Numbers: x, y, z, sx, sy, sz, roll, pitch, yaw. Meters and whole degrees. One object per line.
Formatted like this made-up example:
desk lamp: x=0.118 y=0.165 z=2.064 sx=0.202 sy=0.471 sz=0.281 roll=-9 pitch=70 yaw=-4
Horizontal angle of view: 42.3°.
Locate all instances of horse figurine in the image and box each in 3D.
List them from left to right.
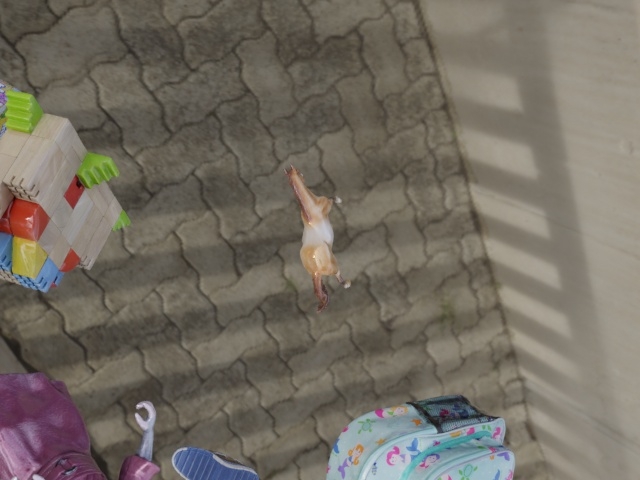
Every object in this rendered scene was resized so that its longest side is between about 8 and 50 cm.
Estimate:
horse figurine: x=0.000 y=0.000 z=1.560 sx=0.174 sy=0.066 sz=0.263 roll=24 pitch=60 yaw=-66

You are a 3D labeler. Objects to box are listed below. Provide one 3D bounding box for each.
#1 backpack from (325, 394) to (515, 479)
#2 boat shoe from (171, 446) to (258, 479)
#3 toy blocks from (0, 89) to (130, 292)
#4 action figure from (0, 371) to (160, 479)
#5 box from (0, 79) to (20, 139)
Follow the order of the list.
backpack: x=0.140 y=0.349 z=1.177 sx=0.254 sy=0.191 sz=0.225 roll=0 pitch=106 yaw=-23
boat shoe: x=-0.209 y=0.435 z=1.582 sx=0.183 sy=0.066 sz=0.066 roll=31 pitch=84 yaw=-26
toy blocks: x=-0.492 y=-0.036 z=1.456 sx=0.381 sy=0.191 sz=0.261 roll=76 pitch=31 yaw=-59
action figure: x=-0.361 y=0.340 z=1.125 sx=0.248 sy=0.370 sz=0.275 roll=-5 pitch=126 yaw=-48
box: x=-0.743 y=-0.157 z=1.562 sx=0.177 sy=0.279 sz=0.290 roll=29 pitch=125 yaw=-3
